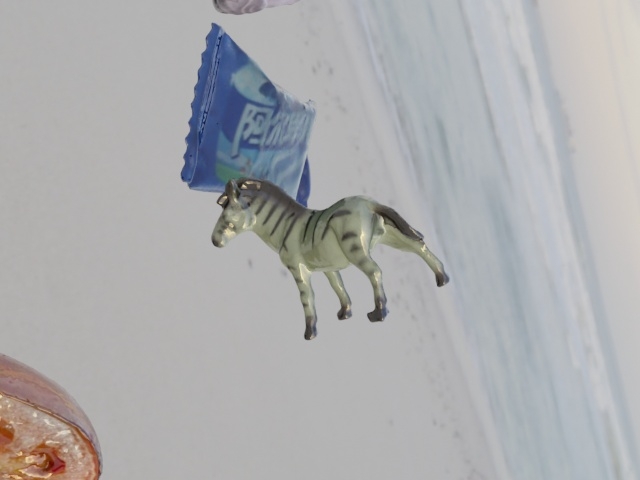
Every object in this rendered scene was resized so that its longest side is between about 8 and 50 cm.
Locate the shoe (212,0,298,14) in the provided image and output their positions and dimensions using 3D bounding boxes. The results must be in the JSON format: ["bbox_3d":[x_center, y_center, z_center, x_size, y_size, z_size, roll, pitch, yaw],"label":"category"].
[{"bbox_3d":[-0.010,-0.206,0.694,0.245,0.138,0.095,-112,-167,-76],"label":"shoe"}]

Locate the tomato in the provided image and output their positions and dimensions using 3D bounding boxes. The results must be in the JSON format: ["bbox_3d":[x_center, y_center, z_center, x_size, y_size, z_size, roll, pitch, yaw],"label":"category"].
[{"bbox_3d":[-0.415,0.238,1.186,0.143,0.338,0.338,-107,174,-50],"label":"tomato"}]

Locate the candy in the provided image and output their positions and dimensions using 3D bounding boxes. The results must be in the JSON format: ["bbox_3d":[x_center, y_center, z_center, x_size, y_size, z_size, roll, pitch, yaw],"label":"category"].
[{"bbox_3d":[-0.075,-0.122,1.231,0.331,0.077,0.187,25,71,-65],"label":"candy"}]

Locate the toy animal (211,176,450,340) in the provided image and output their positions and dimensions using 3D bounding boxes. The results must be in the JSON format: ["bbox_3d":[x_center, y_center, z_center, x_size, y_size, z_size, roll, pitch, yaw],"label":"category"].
[{"bbox_3d":[0.002,-0.002,1.001,0.073,0.217,0.176,-31,100,-50],"label":"toy animal"}]
